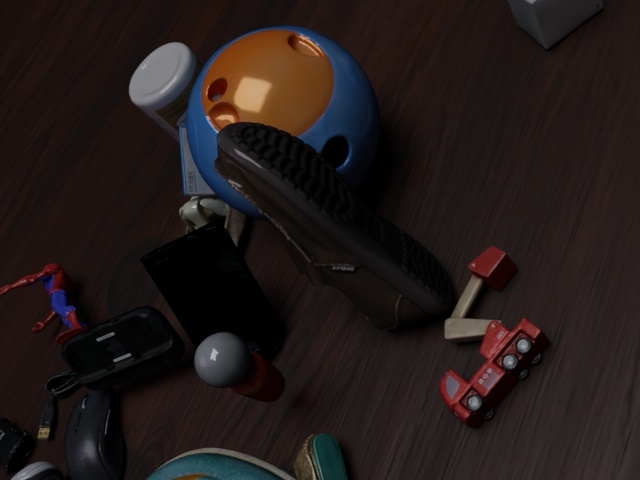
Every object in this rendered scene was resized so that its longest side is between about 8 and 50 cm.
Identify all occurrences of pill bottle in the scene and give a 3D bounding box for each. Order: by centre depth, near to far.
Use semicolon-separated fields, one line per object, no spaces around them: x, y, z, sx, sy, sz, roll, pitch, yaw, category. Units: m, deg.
-0.211;-0.225;1.210;0.131;0.229;0.131;-17;54;25;pill bottle

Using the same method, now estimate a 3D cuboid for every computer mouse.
-0.409;0.306;1.132;0.184;0.060;0.262;-27;50;18;computer mouse

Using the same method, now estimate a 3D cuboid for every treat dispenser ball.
-0.055;-0.171;1.028;0.288;0.288;0.288;-17;54;26;treat dispenser ball

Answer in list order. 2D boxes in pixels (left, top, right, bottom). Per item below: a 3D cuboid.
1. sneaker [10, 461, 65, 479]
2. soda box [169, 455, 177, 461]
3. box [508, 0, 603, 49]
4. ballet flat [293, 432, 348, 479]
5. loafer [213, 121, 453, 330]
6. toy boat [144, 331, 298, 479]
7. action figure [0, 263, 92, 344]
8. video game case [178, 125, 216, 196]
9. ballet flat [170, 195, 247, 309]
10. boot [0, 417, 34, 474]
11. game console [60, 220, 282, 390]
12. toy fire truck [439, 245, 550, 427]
-0.449;0.479;1.023;0.153;0.101;0.268;17;73;40;sneaker
-0.138;0.343;0.920;0.169;0.060;0.053;7;67;37;soda box
0.336;-0.359;1.001;0.101;0.102;0.087;-36;50;9;box
0.012;0.337;0.828;0.067;0.073;0.206;-51;37;36;ballet flat
0.000;0.000;0.870;0.130;0.366;0.134;-45;10;27;loafer
-0.123;0.275;0.810;0.268;0.148;0.318;-4;62;29;toy boat
-0.504;0.135;1.258;0.139;0.091;0.280;-29;37;-11;action figure
-0.149;-0.133;1.152;0.015;0.166;0.119;145;121;-66;video game case
-0.188;-0.004;1.141;0.108;0.106;0.316;-16;54;26;ballet flat
-0.561;0.378;1.206;0.099;0.045;0.121;21;75;38;boot
-0.248;0.128;1.042;0.361;0.213;0.044;-23;14;20;game console
0.198;0.115;0.838;0.192;0.047;0.135;-49;47;0;toy fire truck
